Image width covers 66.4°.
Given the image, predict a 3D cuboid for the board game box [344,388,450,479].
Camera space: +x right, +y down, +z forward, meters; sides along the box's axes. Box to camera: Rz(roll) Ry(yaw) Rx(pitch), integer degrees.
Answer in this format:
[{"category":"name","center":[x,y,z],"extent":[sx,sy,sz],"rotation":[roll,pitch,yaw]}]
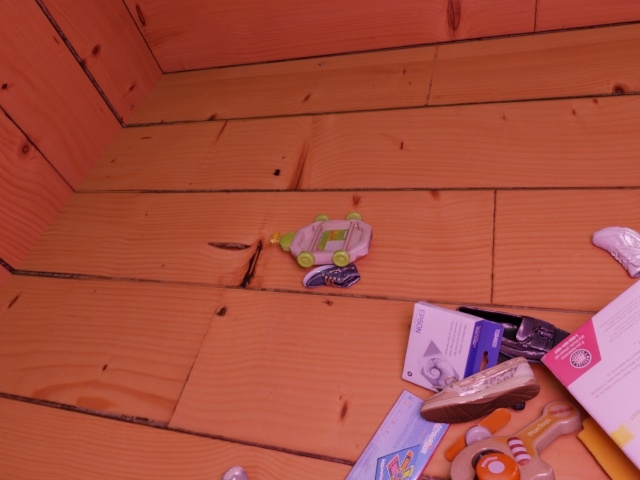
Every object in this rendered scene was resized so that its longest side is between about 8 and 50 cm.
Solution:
[{"category":"board game box","center":[0.196,0.522,1.213],"extent":[0.145,0.027,0.281],"rotation":[24,61,35]}]

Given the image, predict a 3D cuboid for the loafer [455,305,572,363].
[{"category":"loafer","center":[0.483,0.231,1.232],"extent":[0.303,0.095,0.109],"rotation":[6,43,27]}]

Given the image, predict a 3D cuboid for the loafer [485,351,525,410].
[{"category":"loafer","center":[0.466,0.333,1.258],"extent":[0.078,0.076,0.223],"rotation":[-16,42,13]}]

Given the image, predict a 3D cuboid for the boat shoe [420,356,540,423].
[{"category":"boat shoe","center":[0.377,0.368,1.187],"extent":[0.285,0.104,0.089],"rotation":[-21,41,15]}]

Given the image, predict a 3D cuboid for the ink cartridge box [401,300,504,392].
[{"category":"ink cartridge box","center":[0.334,0.290,1.258],"extent":[0.224,0.223,0.045],"rotation":[13,13,28]}]

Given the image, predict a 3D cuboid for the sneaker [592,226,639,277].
[{"category":"sneaker","center":[0.869,0.043,1.361],"extent":[0.232,0.090,0.115],"rotation":[27,67,36]}]

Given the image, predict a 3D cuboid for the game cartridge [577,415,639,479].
[{"category":"game cartridge","center":[0.752,0.452,1.005],"extent":[0.285,0.053,0.323],"rotation":[-42,44,12]}]

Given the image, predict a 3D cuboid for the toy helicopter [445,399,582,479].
[{"category":"toy helicopter","center":[0.439,0.463,1.103],"extent":[0.355,0.140,0.235],"rotation":[-25,14,-22]}]

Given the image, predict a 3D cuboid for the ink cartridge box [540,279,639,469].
[{"category":"ink cartridge box","center":[0.701,0.316,0.979],"extent":[0.279,0.160,0.384],"rotation":[-43,44,12]}]

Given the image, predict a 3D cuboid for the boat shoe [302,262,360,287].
[{"category":"boat shoe","center":[0.036,0.123,1.587],"extent":[0.183,0.065,0.083],"rotation":[-23,43,-4]}]

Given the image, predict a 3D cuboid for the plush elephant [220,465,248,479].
[{"category":"plush elephant","center":[-0.207,0.671,1.065],"extent":[0.330,0.255,0.272],"rotation":[26,63,35]}]

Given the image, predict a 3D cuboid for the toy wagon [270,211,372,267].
[{"category":"toy wagon","center":[0.000,0.000,1.671],"extent":[0.345,0.068,0.267],"rotation":[-3,31,17]}]
